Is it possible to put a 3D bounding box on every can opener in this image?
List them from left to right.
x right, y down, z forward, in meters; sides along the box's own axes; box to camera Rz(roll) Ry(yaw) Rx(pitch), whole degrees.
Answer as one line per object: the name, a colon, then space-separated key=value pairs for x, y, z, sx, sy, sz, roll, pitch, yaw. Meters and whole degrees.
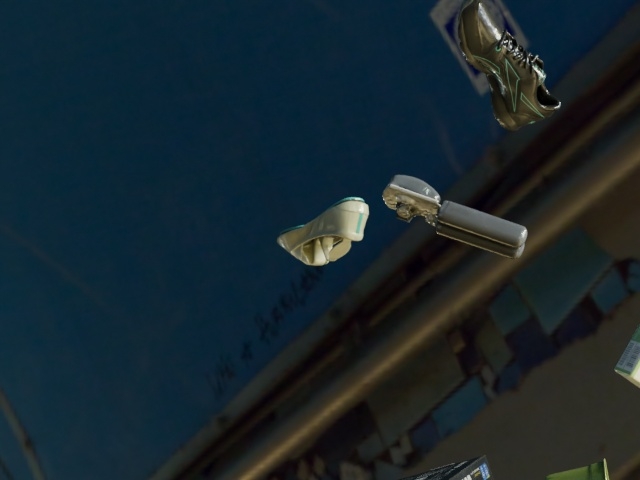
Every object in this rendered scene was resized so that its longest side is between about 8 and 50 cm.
can opener: x=0.252 y=-0.056 z=1.864 sx=0.284 sy=0.095 sz=0.076 roll=20 pitch=-31 yaw=15

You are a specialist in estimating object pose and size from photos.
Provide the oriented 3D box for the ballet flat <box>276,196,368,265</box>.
ballet flat: x=0.000 y=0.000 z=1.619 sx=0.086 sy=0.086 sz=0.248 roll=-4 pitch=-13 yaw=-27

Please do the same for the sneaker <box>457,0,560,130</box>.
sneaker: x=0.322 y=-0.308 z=1.702 sx=0.106 sy=0.101 sz=0.267 roll=-5 pitch=-46 yaw=38

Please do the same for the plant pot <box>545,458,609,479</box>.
plant pot: x=0.337 y=0.329 z=1.305 sx=0.079 sy=0.083 sz=0.083 roll=-7 pitch=-23 yaw=16

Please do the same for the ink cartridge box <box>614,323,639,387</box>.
ink cartridge box: x=0.716 y=0.245 z=1.988 sx=0.235 sy=0.171 sz=0.056 roll=34 pitch=-6 yaw=-24

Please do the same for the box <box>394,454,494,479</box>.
box: x=0.086 y=0.387 z=1.377 sx=0.257 sy=0.079 sz=0.322 roll=-23 pitch=-11 yaw=20
